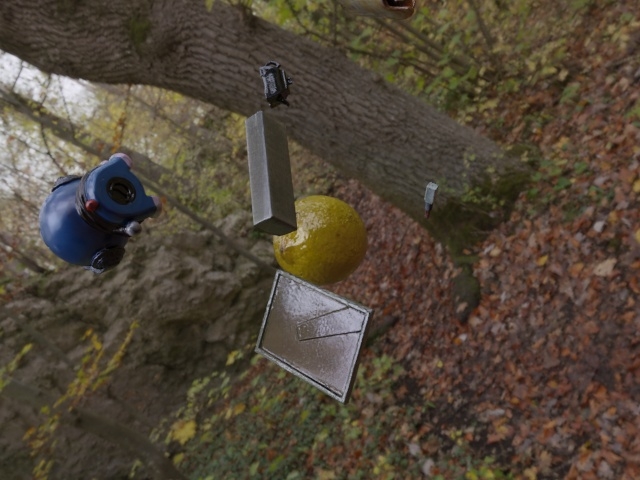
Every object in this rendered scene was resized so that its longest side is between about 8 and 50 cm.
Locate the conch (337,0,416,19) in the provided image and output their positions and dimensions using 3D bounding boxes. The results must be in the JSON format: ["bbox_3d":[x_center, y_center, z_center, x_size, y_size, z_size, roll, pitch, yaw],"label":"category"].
[{"bbox_3d":[0.091,-0.470,1.122,0.127,0.158,0.255,-38,32,26],"label":"conch"}]

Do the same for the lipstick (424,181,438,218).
[{"bbox_3d":[0.274,-0.095,1.489,0.025,0.025,0.107,-50,-27,-41],"label":"lipstick"}]

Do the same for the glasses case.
[{"bbox_3d":[-0.085,-0.112,0.992,0.047,0.070,0.205,-23,62,30],"label":"glasses case"}]

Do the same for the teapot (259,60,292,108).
[{"bbox_3d":[-0.143,-0.529,2.014,0.087,0.096,0.177,56,-160,-77],"label":"teapot"}]

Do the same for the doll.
[{"bbox_3d":[-0.596,-0.063,1.566,0.310,0.284,0.240,-29,-5,39],"label":"doll"}]

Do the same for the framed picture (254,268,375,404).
[{"bbox_3d":[-0.024,0.222,1.440,0.024,0.314,0.232,8,-79,-50],"label":"framed picture"}]

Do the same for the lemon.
[{"bbox_3d":[-0.001,0.000,1.747,0.293,0.293,0.293,-64,0,1],"label":"lemon"}]
